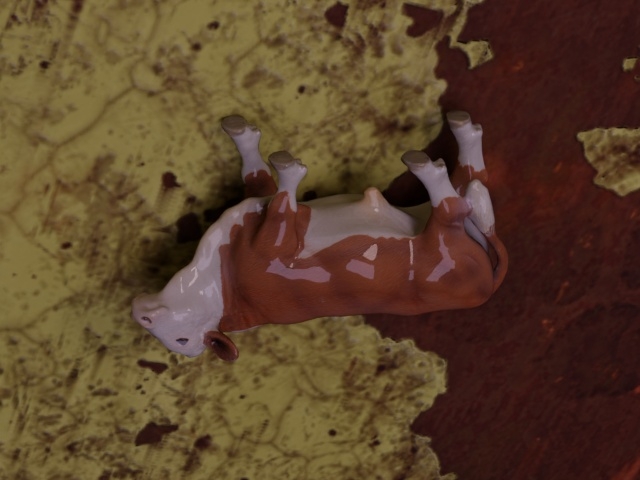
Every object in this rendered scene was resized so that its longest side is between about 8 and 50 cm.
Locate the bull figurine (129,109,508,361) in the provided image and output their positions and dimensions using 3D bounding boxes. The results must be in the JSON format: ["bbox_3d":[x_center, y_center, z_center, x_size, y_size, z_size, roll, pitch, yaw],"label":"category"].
[{"bbox_3d":[0.000,0.000,1.223,0.310,0.101,0.188,-5,126,-12],"label":"bull figurine"}]
